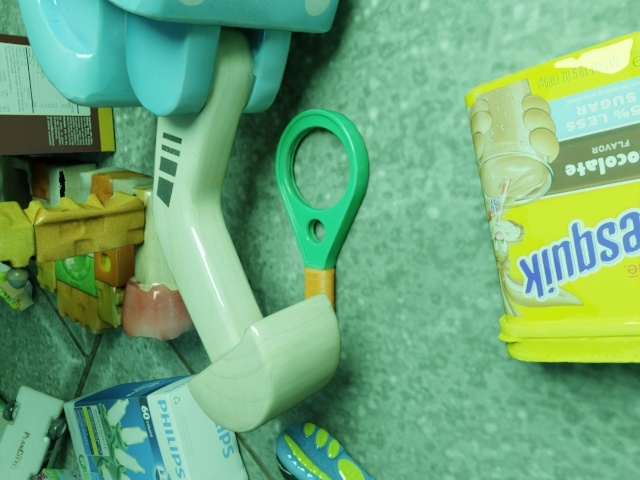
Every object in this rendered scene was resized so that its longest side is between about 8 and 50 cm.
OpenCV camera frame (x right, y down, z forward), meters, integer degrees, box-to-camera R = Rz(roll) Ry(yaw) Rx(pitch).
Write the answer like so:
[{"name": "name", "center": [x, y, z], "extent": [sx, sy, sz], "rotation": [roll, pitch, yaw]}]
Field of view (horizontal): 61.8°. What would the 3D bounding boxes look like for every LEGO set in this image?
[{"name": "LEGO set", "center": [-0.608, 0.019, 0.918], "extent": [0.132, 0.107, 0.287], "rotation": [-41, 74, 37]}]

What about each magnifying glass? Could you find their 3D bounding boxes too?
[{"name": "magnifying glass", "center": [0.000, 0.000, 0.485], "extent": [0.092, 0.026, 0.231], "rotation": [9, 103, 37]}]

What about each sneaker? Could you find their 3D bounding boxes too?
[{"name": "sneaker", "center": [0.027, 0.252, 0.496], "extent": [0.188, 0.067, 0.078], "rotation": [43, 144, 22]}]

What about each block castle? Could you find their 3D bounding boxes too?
[{"name": "block castle", "center": [-0.377, 0.028, 0.611], "extent": [0.453, 0.303, 0.213], "rotation": [14, 108, 37]}]

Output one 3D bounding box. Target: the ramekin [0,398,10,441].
[{"name": "ramekin", "center": [-0.686, 0.389, 0.942], "extent": [0.148, 0.303, 0.303], "rotation": [18, 110, 27]}]

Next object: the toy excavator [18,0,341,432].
[{"name": "toy excavator", "center": [-0.108, -0.132, 0.432], "extent": [0.433, 0.222, 0.445], "rotation": [40, 129, 29]}]

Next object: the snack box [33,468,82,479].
[{"name": "snack box", "center": [-0.323, 0.368, 0.747], "extent": [0.100, 0.141, 0.037], "rotation": [35, 82, 28]}]

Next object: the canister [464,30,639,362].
[{"name": "canister", "center": [0.160, -0.020, 0.319], "extent": [0.126, 0.073, 0.170], "rotation": [-11, 91, 39]}]

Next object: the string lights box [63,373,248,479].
[{"name": "string lights box", "center": [-0.215, 0.248, 0.670], "extent": [0.259, 0.076, 0.133], "rotation": [-18, 87, 40]}]

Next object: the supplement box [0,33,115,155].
[{"name": "supplement box", "center": [-0.391, -0.171, 0.649], "extent": [0.191, 0.194, 0.129], "rotation": [9, 105, 37]}]

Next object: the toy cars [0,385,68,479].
[{"name": "toy cars", "center": [-0.435, 0.431, 0.875], "extent": [0.176, 0.087, 0.394], "rotation": [-22, 82, 5]}]
